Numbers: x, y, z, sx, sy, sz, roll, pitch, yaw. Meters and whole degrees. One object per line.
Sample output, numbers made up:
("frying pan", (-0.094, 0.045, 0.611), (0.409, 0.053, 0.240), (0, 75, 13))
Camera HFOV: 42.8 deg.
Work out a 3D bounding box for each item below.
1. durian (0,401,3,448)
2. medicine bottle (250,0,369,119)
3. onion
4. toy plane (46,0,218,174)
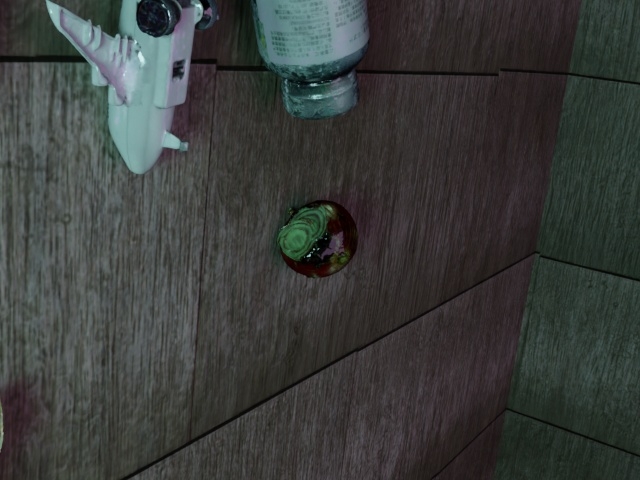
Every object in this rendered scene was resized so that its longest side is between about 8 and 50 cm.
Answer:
("durian", (-0.362, 0.222, 0.717), (0.140, 0.078, 0.224), (63, 39, -34))
("medicine bottle", (-0.016, -0.296, 0.985), (0.141, 0.141, 0.293), (-45, 138, -41))
("onion", (0.000, 0.000, 1.191), (0.117, 0.118, 0.118), (-41, 150, 8))
("toy plane", (-0.170, -0.187, 0.816), (0.251, 0.101, 0.255), (-39, 136, -62))
